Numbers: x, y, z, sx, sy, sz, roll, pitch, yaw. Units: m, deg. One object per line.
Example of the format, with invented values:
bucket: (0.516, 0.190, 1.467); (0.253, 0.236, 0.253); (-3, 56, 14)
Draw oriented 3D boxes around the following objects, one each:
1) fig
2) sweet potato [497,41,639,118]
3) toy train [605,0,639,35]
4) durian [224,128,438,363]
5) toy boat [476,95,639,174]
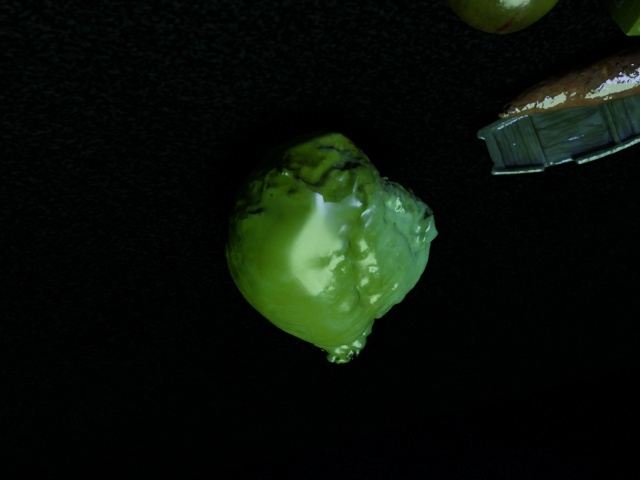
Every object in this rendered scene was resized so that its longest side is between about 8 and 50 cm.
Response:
fig: (0.180, -0.277, 0.722); (0.124, 0.124, 0.236); (-1, 144, -30)
sweet potato: (0.359, -0.198, 1.045); (0.315, 0.066, 0.072); (-14, 148, 1)
toy train: (0.382, -0.289, 0.848); (0.137, 0.090, 0.225); (-5, 152, -16)
durian: (0.000, 0.000, 1.100); (0.256, 0.204, 0.340); (-40, 140, 14)
toy boat: (0.342, -0.148, 1.106); (0.293, 0.093, 0.055); (-18, 173, 3)
